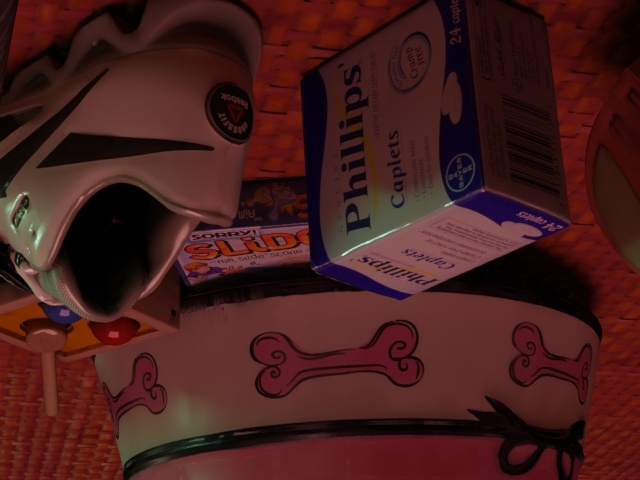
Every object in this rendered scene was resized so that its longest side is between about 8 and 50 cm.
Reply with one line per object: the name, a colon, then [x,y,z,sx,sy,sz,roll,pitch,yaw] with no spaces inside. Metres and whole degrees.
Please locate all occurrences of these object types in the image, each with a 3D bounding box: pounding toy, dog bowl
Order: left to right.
pounding toy: [-0.180,0.047,1.112,0.141,0.100,0.130,-17,151,31]
dog bowl: [0.024,0.154,1.258,0.407,0.150,0.408,-3,163,-1]

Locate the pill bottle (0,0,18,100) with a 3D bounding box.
pill bottle: [-0.189,-0.151,0.503,0.210,0.210,0.363,6,144,-16]

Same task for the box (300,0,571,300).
box: [0.060,-0.051,0.878,0.072,0.126,0.137,16,150,-37]

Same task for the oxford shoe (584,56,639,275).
oxford shoe: [0.262,-0.126,0.774,0.146,0.140,0.397,-25,162,-28]

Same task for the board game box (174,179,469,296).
board game box: [0.000,0.000,1.099,0.201,0.035,0.136,-5,156,6]

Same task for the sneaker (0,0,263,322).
sneaker: [-0.161,-0.015,0.927,0.122,0.146,0.330,15,152,-37]
